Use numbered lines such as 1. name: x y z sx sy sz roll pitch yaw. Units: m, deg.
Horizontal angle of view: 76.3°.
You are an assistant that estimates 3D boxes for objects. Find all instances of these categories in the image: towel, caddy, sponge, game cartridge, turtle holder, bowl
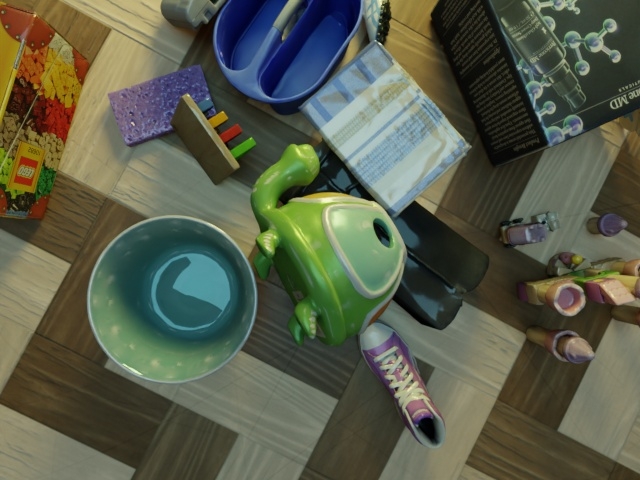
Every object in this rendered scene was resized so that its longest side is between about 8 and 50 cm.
1. towel: 0.125 -0.210 0.779 0.209 0.034 0.285 -42 95 -1
2. caddy: -0.064 -0.432 0.839 0.241 0.179 0.342 33 87 -4
3. sponge: -0.342 -0.295 0.893 0.209 0.031 0.117 -20 92 -5
4. game cartridge: -0.206 -0.564 0.832 0.297 0.062 0.198 -52 49 -1
5. turtle holder: 0.004 0.015 0.727 0.227 0.243 0.320 -27 59 -16
6. bowl: -0.276 0.109 0.828 0.311 0.163 0.312 0 90 -3

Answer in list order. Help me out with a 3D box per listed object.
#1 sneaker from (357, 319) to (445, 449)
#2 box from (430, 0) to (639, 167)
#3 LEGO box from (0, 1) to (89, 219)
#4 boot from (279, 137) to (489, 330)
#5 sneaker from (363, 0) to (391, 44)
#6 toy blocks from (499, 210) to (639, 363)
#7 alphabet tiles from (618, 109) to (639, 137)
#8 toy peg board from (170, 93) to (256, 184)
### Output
1. sneaker: 0.180 0.300 0.860 0.102 0.161 0.282 -32 90 -2
2. box: 0.467 -0.405 0.859 0.293 0.212 0.396 -24 92 -4
3. LEGO box: -0.783 -0.286 0.781 0.499 0.193 0.373 16 88 -4
4. boot: 0.189 -0.081 0.867 0.445 0.146 0.367 41 95 0
5. sneaker: 0.108 -0.548 0.908 0.086 0.085 0.238 -4 94 22
6. toy blocks: 0.586 0.078 0.838 0.288 0.260 0.309 -13 91 -3
7. alphabet tiles: 0.688 -0.323 0.834 0.021 0.284 0.278 -19 131 5
8. toy peg board: -0.216 -0.213 0.835 0.079 0.161 0.161 -41 105 -24
